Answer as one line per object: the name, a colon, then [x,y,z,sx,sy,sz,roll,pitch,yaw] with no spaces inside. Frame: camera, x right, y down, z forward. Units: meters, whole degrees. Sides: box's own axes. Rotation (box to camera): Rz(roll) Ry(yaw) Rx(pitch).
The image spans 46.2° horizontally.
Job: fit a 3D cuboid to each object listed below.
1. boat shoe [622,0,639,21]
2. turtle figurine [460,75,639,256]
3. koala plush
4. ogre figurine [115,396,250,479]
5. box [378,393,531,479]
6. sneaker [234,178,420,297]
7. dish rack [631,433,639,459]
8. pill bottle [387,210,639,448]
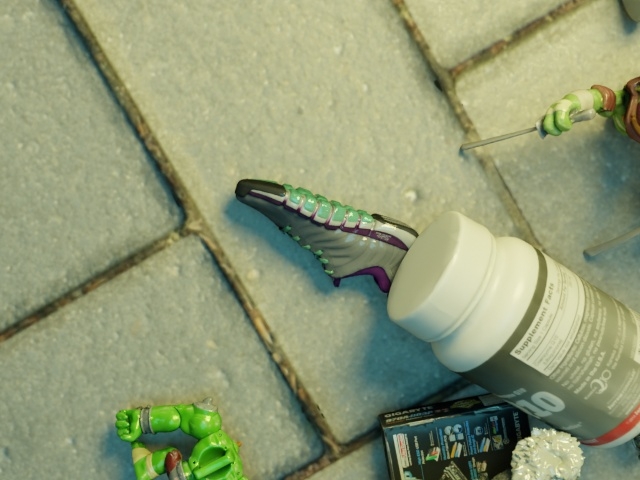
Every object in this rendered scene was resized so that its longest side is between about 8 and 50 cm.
boat shoe: [0.384,-0.387,0.852,0.088,0.096,0.267,-5,86,3]
turtle figurine: [0.333,-0.078,0.786,0.275,0.266,0.198,-27,97,3]
koala plush: [0.197,0.311,0.809,0.221,0.203,0.196,-26,118,-15]
ogre figurine: [-0.147,0.271,0.871,0.118,0.097,0.197,-26,67,3]
box: [0.175,0.307,0.911,0.175,0.051,0.220,-11,95,-2]
sneaker: [0.000,0.000,0.869,0.224,0.083,0.098,18,98,-4]
dish rack: [0.483,0.269,0.913,0.208,0.074,0.271,-22,93,-2]
pill bottle: [0.224,0.097,0.824,0.283,0.161,0.161,30,92,-13]
